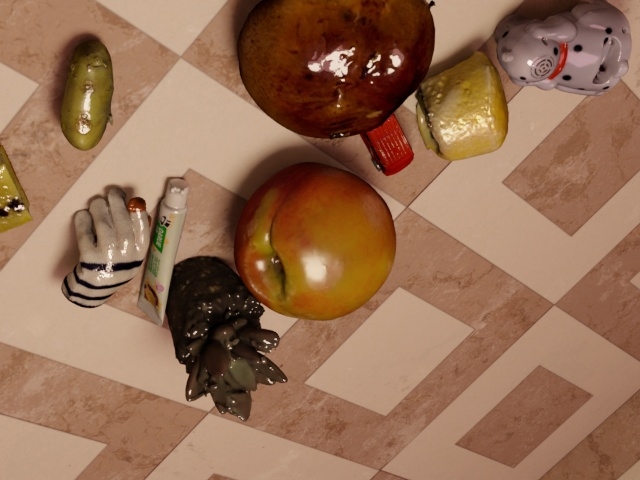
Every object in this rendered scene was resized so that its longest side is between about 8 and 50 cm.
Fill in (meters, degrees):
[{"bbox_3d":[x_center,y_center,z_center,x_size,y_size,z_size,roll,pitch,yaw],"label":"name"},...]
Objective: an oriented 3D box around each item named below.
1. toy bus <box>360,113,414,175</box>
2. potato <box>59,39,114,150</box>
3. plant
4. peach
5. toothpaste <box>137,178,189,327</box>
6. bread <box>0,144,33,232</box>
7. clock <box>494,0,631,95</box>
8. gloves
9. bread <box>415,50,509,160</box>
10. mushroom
[{"bbox_3d":[0.130,-0.192,1.941,0.081,0.089,0.195,-33,137,0],"label":"toy bus"},{"bbox_3d":[-0.374,-0.230,1.614,0.085,0.105,0.188,7,113,-13],"label":"potato"},{"bbox_3d":[-0.197,0.183,1.921,0.194,0.320,0.181,-9,131,-25],"label":"plant"},{"bbox_3d":[0.000,0.000,1.903,0.332,0.308,0.307,-22,140,-42],"label":"peach"},{"bbox_3d":[-0.299,0.023,1.908,0.056,0.058,0.314,12,121,-10],"label":"toothpaste"},{"bbox_3d":[-0.667,-0.030,1.634,0.362,0.077,0.138,-22,135,-11],"label":"bread"},{"bbox_3d":[0.439,-0.361,1.907,0.254,0.189,0.188,-8,131,-26],"label":"clock"},{"bbox_3d":[-0.378,0.017,1.812,0.140,0.131,0.218,16,128,-41],"label":"gloves"},{"bbox_3d":[0.273,-0.252,1.912,0.171,0.197,0.197,-18,136,0],"label":"bread"},{"bbox_3d":[0.034,-0.326,1.713,0.346,0.259,0.345,1,145,1],"label":"mushroom"}]
